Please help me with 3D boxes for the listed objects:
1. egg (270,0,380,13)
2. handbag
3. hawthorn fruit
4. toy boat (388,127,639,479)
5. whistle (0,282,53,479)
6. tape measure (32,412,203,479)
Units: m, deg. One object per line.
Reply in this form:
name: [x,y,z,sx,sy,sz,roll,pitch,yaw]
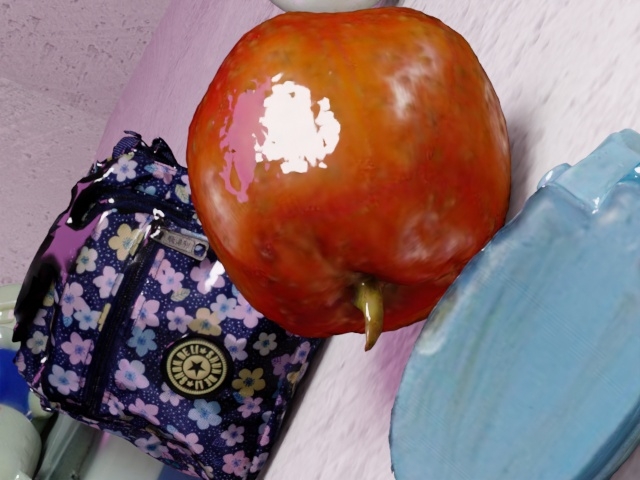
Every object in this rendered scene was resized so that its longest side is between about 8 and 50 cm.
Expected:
egg: [0.015,-0.281,1.296,0.151,0.151,0.209,-38,30,65]
handbag: [-0.104,0.051,1.092,0.127,0.207,0.229,-89,22,-69]
hawthorn fruit: [0.019,-0.025,0.828,0.179,0.179,0.200,-57,33,38]
toy boat: [0.099,0.044,0.614,0.102,0.088,0.215,-26,-29,-54]
whistle: [-0.263,0.127,1.233,0.092,0.110,0.244,69,-163,-45]
tape measure: [-0.158,0.148,1.310,0.262,0.138,0.259,-104,37,-69]
